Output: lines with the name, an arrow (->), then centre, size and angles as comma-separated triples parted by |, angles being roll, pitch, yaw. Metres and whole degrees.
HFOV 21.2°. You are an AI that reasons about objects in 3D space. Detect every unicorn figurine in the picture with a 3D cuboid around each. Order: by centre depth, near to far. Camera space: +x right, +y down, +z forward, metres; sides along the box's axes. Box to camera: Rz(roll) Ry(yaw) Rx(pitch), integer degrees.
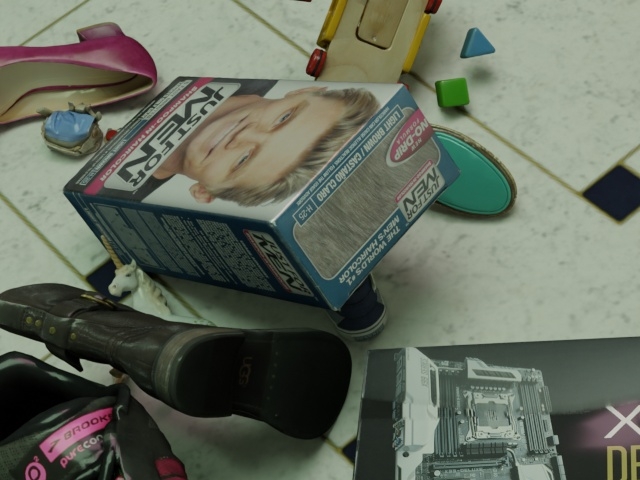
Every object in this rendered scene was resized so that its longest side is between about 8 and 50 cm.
unicorn figurine -> -0.145, 0.082, 1.529 | 0.162, 0.060, 0.111 | 21, 61, 6

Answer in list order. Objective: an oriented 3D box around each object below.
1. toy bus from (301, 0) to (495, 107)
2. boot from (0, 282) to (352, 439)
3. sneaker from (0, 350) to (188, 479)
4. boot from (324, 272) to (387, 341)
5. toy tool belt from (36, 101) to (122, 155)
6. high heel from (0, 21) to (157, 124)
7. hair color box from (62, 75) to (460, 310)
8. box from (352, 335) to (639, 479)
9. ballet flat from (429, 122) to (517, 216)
toy bus -> 0.047, -0.198, 1.672 | 0.202, 0.191, 0.104 | -24, 6, -6
boot -> -0.123, 0.085, 1.421 | 0.229, 0.263, 0.091 | 16, 89, 39
sneaker -> -0.151, 0.224, 1.248 | 0.185, 0.202, 0.483 | -43, 35, -15
boot -> 0.000, 0.000, 1.533 | 0.069, 0.086, 0.190 | -30, 50, -10
toy tool belt -> -0.241, -0.113, 1.717 | 0.083, 0.051, 0.052 | 5, 53, 19
high heel -> -0.288, -0.147, 1.741 | 0.244, 0.082, 0.117 | -19, 37, -18
hair color box -> -0.062, -0.052, 1.495 | 0.174, 0.105, 0.347 | -48, 31, -23
box -> 0.181, 0.194, 1.328 | 0.307, 0.076, 0.242 | -3, 50, 13
ballet flat -> 0.088, -0.083, 1.582 | 0.206, 0.073, 0.067 | 25, 15, 5
